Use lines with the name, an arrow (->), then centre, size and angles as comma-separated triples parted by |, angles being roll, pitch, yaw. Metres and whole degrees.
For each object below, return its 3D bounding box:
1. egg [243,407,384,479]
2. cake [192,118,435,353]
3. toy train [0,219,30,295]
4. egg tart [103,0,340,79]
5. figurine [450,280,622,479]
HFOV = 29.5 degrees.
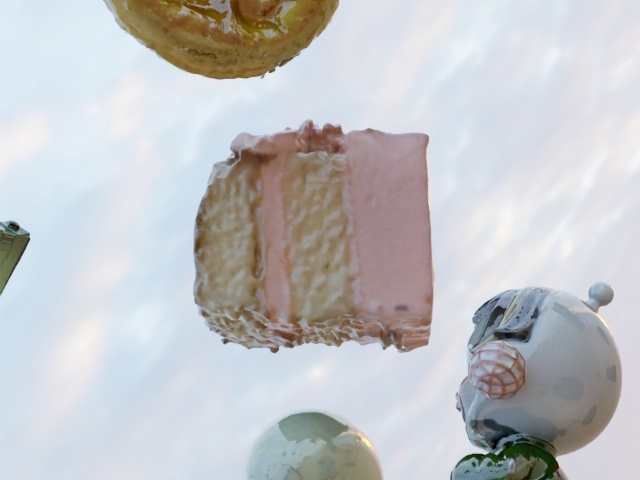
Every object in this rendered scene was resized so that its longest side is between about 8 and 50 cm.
egg -> -0.008, 0.323, 1.629 | 0.186, 0.186, 0.253 | -49, -27, -12
cake -> 0.000, 0.000, 1.643 | 0.314, 0.307, 0.293 | 69, -158, -81
toy train -> -0.358, 0.019, 1.323 | 0.093, 0.038, 0.056 | -61, -28, 5
egg tart -> -0.128, -0.344, 1.387 | 0.341, 0.341, 0.132 | -48, 23, -15
figurine -> 0.211, 0.200, 1.231 | 0.281, 0.167, 0.370 | 66, -146, -56
